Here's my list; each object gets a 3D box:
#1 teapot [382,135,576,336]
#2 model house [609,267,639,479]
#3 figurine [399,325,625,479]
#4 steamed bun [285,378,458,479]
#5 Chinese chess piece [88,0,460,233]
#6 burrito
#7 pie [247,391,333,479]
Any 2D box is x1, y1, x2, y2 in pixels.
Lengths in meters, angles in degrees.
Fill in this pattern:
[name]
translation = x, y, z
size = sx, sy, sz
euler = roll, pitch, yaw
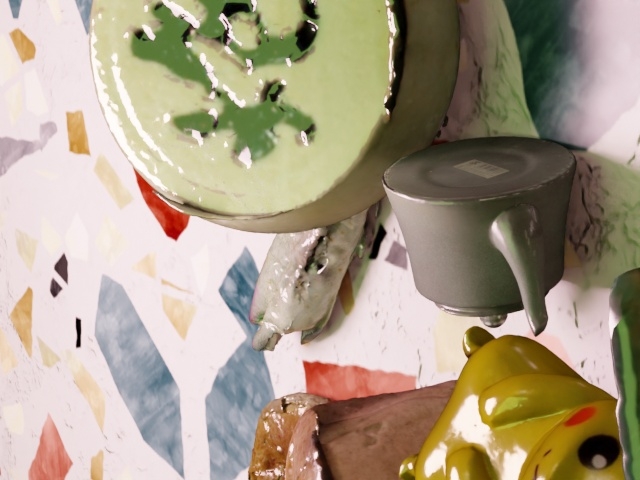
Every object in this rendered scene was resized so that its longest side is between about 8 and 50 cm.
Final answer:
[teapot]
translation = 0.140, 0.002, 1.488
size = 0.239, 0.162, 0.149
euler = -137, 35, -65
[model house]
translation = 0.377, 0.078, 0.970
size = 0.343, 0.382, 0.335
euler = -54, 54, 38
[figurine]
translation = 0.195, 0.198, 1.316
size = 0.218, 0.169, 0.326
euler = -67, 26, 5
[steamed bun]
translation = 0.107, 0.280, 1.517
size = 0.301, 0.251, 0.199
euler = 55, 148, 35
[Chinese chess piece]
translation = -0.047, -0.180, 1.578
size = 0.349, 0.146, 0.349
euler = 2, 96, 26
[burrito]
translation = -0.003, -0.002, 1.730
size = 0.096, 0.066, 0.309
euler = 52, 133, 34
[pie]
translation = -0.010, 0.256, 1.814
size = 0.195, 0.046, 0.195
euler = 16, 110, 49
